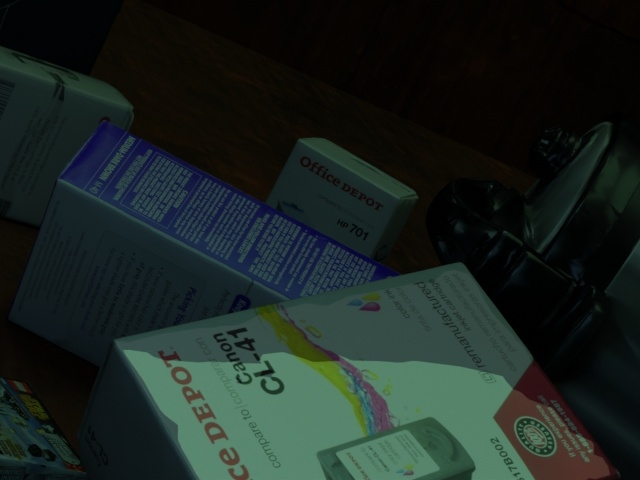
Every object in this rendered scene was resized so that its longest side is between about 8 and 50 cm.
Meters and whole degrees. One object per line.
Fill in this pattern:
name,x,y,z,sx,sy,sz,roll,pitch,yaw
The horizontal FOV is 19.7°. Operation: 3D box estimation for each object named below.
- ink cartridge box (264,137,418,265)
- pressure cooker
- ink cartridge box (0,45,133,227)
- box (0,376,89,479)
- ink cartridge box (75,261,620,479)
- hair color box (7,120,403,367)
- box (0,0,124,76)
ink cartridge box,0.000,0.000,2.050,0.139,0.191,0.082,31,14,15
pressure cooker,0.275,0.086,1.731,0.420,0.375,0.370,37,-32,-4
ink cartridge box,-0.324,-0.112,1.909,0.218,0.159,0.092,18,16,-37
box,-0.241,0.143,1.392,0.094,0.027,0.137,16,18,-37
ink cartridge box,0.018,0.156,1.296,0.306,0.131,0.226,-11,52,-33
hair color box,-0.086,0.059,1.623,0.339,0.185,0.110,29,41,2
box,-0.369,-0.317,2.083,0.293,0.395,0.212,25,14,-13
